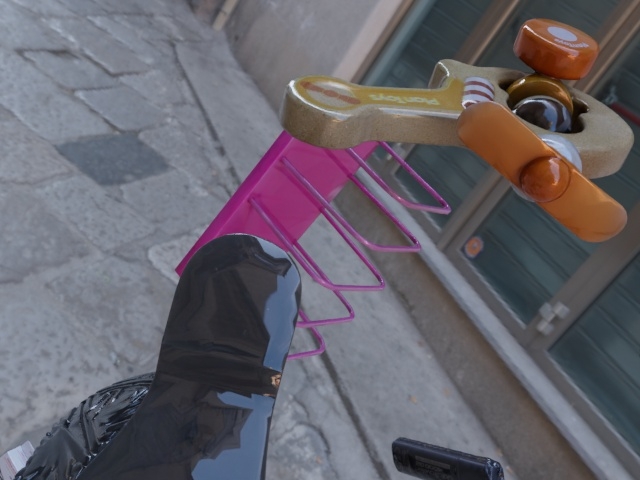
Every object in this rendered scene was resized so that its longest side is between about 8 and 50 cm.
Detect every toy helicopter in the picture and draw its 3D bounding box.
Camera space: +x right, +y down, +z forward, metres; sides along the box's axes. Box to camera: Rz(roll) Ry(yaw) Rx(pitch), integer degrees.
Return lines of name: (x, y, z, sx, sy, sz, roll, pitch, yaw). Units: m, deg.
toy helicopter: (0.138, -0.103, 0.628, 0.356, 0.140, 0.234, -1, 43, -19)

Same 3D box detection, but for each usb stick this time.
usb stick: (0.235, 0.429, 1.269, 0.045, 0.077, 0.278, -8, -1, -33)

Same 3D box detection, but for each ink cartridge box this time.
ink cartridge box: (-0.449, 0.334, 0.973, 0.048, 0.083, 0.028, 54, 16, 9)

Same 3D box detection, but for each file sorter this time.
file sorter: (0.000, 0.000, 0.885, 0.182, 0.290, 0.202, 49, 21, 22)

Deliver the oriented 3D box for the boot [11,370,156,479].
boot: (-0.166, 0.254, 0.563, 0.246, 0.094, 0.207, -62, 136, -67)

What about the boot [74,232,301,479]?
boot: (-0.087, 0.151, 0.421, 0.113, 0.115, 0.305, 21, 60, 1)
